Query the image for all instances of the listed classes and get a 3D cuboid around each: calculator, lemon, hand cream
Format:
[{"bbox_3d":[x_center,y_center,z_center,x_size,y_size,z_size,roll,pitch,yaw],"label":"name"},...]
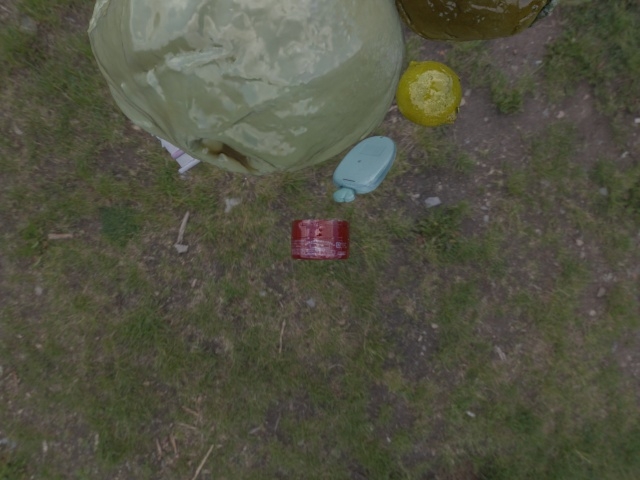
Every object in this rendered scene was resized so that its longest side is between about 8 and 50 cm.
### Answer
[{"bbox_3d":[0.140,-0.241,1.568,0.295,0.184,0.042,-56,140,-22],"label":"calculator"},{"bbox_3d":[0.302,-0.401,1.311,0.173,0.173,0.206,-44,73,-1],"label":"lemon"},{"bbox_3d":[0.000,0.000,1.746,0.230,0.230,0.149,2,86,-9],"label":"hand cream"}]

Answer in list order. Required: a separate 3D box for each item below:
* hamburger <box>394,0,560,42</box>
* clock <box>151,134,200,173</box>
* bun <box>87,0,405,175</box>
[{"bbox_3d":[0.250,-0.448,0.785,0.134,0.285,0.265,-52,136,-26],"label":"hamburger"},{"bbox_3d":[-0.387,-0.356,1.206,0.166,0.235,0.309,-31,114,10],"label":"clock"},{"bbox_3d":[-0.093,-0.185,0.548,0.364,0.364,0.202,17,78,-11],"label":"bun"}]
